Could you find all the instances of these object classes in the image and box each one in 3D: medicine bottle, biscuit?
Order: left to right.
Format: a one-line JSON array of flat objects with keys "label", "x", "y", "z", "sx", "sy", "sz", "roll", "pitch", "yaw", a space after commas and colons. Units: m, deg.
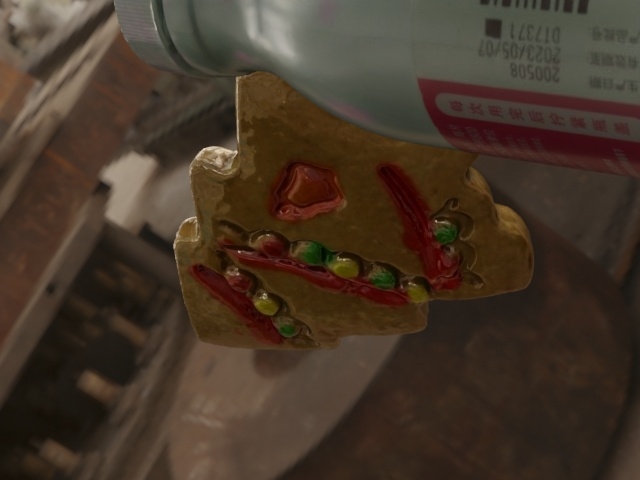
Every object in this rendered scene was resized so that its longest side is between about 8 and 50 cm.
[{"label": "biscuit", "x": 0.000, "y": 0.000, "z": 0.858, "sx": 0.239, "sy": 0.212, "sz": 0.041, "roll": -41, "pitch": 28, "yaw": 35}, {"label": "medicine bottle", "x": 0.037, "y": -0.074, "z": 0.460, "sx": 0.217, "sy": 0.090, "sz": 0.090, "roll": 12, "pitch": 64, "yaw": 34}]
